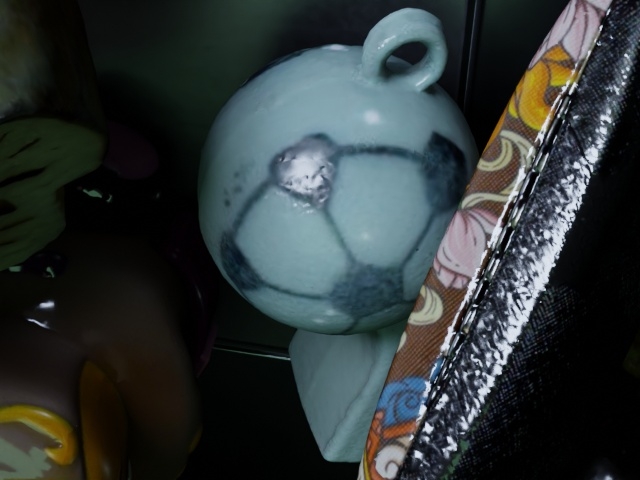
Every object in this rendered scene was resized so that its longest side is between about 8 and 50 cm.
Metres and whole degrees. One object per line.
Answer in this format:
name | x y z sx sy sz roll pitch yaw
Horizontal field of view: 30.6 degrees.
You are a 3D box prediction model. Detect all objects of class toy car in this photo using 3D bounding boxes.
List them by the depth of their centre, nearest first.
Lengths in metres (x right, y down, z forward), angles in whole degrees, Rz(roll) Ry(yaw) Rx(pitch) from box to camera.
toy car | -0.229 0.057 0.674 0.340 0.240 0.271 25 125 -9

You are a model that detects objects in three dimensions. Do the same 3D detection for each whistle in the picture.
whistle | 0.000 0.000 0.632 0.163 0.163 0.290 23 126 -3

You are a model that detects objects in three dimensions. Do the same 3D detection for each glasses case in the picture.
glasses case | 0.110 0.018 0.562 0.082 0.122 0.321 25 93 33

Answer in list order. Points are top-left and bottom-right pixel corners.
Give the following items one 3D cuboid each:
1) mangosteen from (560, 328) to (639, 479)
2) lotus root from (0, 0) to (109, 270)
mangosteen | 0.191 0.121 0.663 0.194 0.194 0.231 20 102 -1
lotus root | -0.247 -0.133 0.506 0.250 0.250 0.346 -34 70 31
